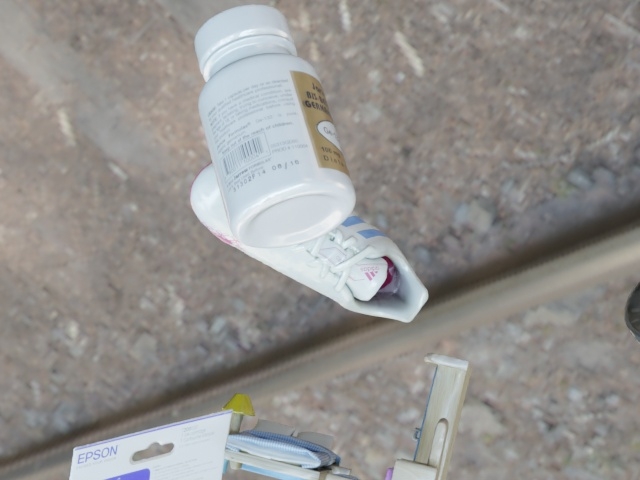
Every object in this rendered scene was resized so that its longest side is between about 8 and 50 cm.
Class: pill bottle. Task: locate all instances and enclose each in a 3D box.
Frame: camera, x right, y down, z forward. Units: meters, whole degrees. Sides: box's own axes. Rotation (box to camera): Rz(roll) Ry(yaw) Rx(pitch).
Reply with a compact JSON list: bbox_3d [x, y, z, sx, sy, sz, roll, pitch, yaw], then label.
[{"bbox_3d":[-0.054,-0.119,1.444,0.131,0.131,0.229,122,136,-56],"label":"pill bottle"}]

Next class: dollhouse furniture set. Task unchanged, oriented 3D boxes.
[{"bbox_3d":[0.010,0.209,1.698,0.303,0.198,0.286,12,173,9],"label":"dollhouse furniture set"}]

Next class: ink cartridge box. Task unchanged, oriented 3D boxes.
[{"bbox_3d":[-0.185,0.274,1.408,0.045,0.206,0.208,23,110,40],"label":"ink cartridge box"}]

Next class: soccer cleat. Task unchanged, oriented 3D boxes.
[{"bbox_3d":[0.000,0.000,1.648,0.331,0.116,0.143,27,-172,-38],"label":"soccer cleat"}]

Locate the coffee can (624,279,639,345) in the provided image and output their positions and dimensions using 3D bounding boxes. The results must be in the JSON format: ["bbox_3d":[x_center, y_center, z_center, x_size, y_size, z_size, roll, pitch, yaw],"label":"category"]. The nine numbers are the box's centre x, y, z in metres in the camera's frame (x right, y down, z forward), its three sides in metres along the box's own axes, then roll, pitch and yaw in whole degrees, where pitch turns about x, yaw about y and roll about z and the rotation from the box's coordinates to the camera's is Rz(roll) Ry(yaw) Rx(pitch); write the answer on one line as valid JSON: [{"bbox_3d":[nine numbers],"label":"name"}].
[{"bbox_3d":[0.398,0.142,1.173,0.201,0.201,0.275,-7,117,46],"label":"coffee can"}]
